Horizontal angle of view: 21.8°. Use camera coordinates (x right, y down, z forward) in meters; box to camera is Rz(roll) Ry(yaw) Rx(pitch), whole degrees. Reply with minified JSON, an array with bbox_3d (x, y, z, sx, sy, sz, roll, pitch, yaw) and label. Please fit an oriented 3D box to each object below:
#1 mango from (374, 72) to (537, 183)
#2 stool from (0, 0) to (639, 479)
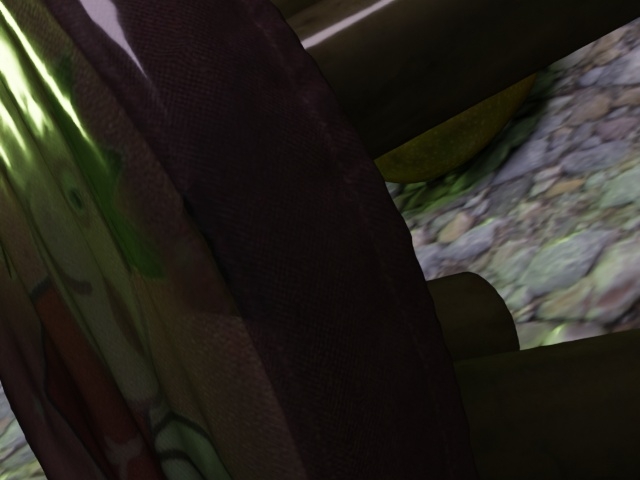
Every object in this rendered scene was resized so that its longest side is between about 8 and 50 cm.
[{"bbox_3d":[0.054,-0.103,0.902,0.136,0.099,0.227,-21,29,12],"label":"mango"},{"bbox_3d":[0.000,0.000,0.518,0.178,0.272,0.272,-23,16,-23],"label":"stool"}]
